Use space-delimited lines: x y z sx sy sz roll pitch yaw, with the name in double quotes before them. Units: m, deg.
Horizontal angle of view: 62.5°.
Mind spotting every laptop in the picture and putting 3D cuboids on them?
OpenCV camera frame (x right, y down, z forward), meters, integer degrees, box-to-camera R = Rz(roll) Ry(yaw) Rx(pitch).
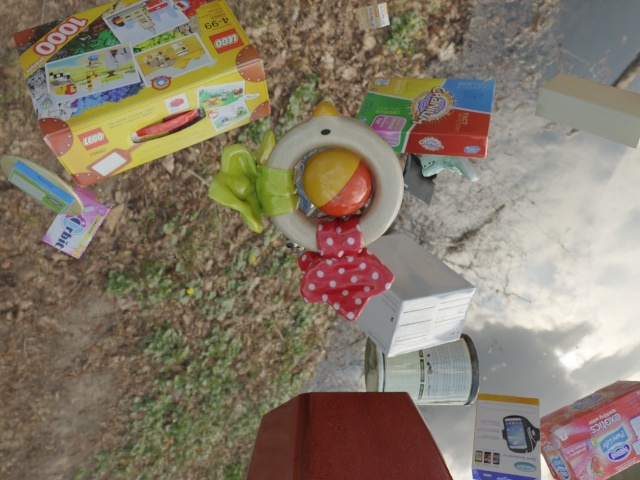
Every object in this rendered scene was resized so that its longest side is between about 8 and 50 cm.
"laptop" 0.357 -0.297 2.137 0.136 0.264 0.234 -48 140 17

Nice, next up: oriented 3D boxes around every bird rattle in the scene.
"bird rattle" 0.004 -0.040 0.617 0.253 0.143 0.207 43 113 -3

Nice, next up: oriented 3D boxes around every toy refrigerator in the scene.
"toy refrigerator" 0.696 -0.329 1.331 0.102 0.270 0.094 -36 138 -25

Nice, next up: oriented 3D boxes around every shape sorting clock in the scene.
"shape sorting clock" -0.658 -0.129 1.254 0.040 0.206 0.206 -63 144 -26

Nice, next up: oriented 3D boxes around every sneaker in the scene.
"sneaker" 0.451 -0.254 1.880 0.151 0.255 0.094 -43 132 16
"sneaker" -0.002 -0.181 1.420 0.297 0.111 0.129 -48 179 42

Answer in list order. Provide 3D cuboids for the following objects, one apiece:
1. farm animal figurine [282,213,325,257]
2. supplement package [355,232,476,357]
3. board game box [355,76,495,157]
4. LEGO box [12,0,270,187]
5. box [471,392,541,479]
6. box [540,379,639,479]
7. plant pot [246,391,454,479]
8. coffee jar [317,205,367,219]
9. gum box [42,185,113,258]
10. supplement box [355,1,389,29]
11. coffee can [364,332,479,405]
"farm animal figurine" 0.000 0.000 2.070 0.331 0.172 0.327 -5 175 -14
"supplement package" 0.174 0.112 1.200 0.204 0.262 0.145 -7 120 -29
"board game box" 0.261 -0.314 1.314 0.317 0.242 0.064 6 139 17
"LEGO box" -0.432 -0.406 1.304 0.501 0.372 0.193 -24 153 -11
"box" 0.240 0.261 0.679 0.081 0.136 0.028 0 126 22
"box" 0.709 0.480 1.326 0.300 0.154 0.142 -22 169 -10
"plant pot" 0.029 0.355 0.767 0.268 0.235 0.267 6 150 -24
"coffee jar" 0.088 -0.067 1.865 0.185 0.096 0.079 -21 156 -4
"gum box" -0.684 -0.049 1.485 0.107 0.062 0.188 33 100 -18
"supplement box" 0.154 -0.662 1.560 0.036 0.098 0.062 -29 118 -29
"coffee can" 0.277 0.361 1.483 0.276 0.201 0.201 2 131 -7
